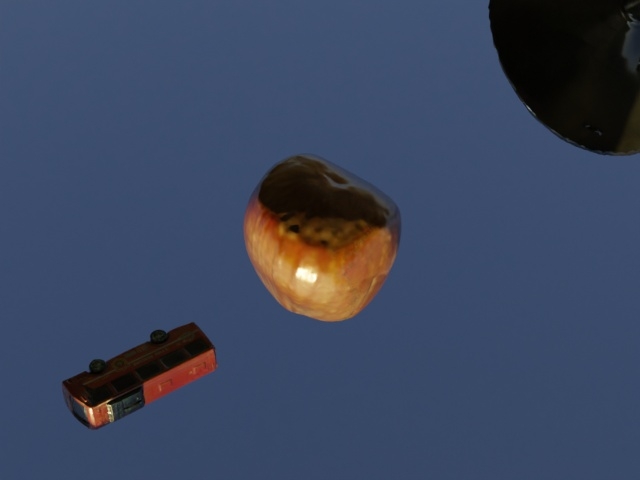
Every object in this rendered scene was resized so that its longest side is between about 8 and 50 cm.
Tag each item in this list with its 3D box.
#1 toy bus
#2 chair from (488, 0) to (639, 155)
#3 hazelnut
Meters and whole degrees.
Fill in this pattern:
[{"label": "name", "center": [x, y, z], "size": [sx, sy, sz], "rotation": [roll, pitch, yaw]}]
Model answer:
[{"label": "toy bus", "center": [-0.129, 0.098, 0.863], "size": [0.110, 0.031, 0.043], "rotation": [-26, -134, -26]}, {"label": "chair", "center": [0.309, -0.200, 0.791], "size": [0.226, 0.401, 0.227], "rotation": [3, -98, -24]}, {"label": "hazelnut", "center": [0.000, 0.000, 1.135], "size": [0.150, 0.150, 0.150], "rotation": [-4, -121, 6]}]
